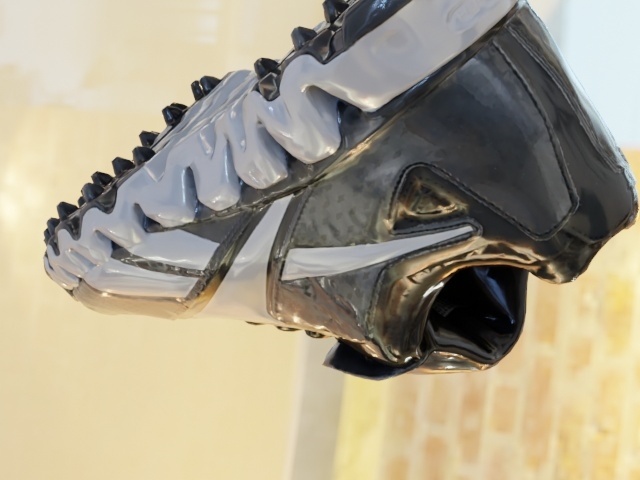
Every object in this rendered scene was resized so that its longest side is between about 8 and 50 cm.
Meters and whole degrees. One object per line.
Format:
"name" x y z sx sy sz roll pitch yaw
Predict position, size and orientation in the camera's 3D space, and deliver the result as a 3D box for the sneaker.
"sneaker" 0.000 0.000 0.538 0.106 0.234 0.078 50 -123 -8
